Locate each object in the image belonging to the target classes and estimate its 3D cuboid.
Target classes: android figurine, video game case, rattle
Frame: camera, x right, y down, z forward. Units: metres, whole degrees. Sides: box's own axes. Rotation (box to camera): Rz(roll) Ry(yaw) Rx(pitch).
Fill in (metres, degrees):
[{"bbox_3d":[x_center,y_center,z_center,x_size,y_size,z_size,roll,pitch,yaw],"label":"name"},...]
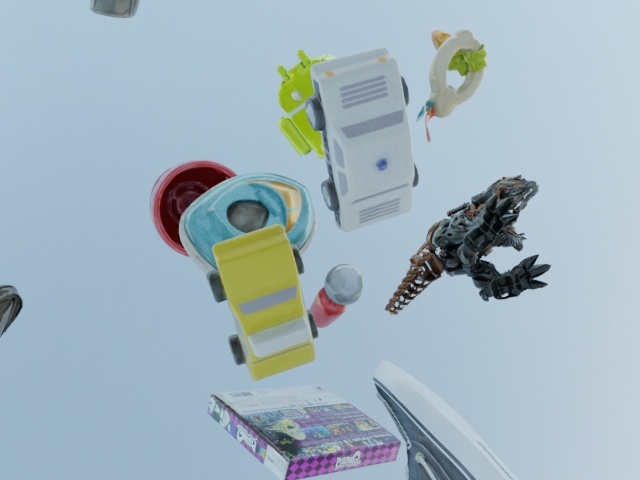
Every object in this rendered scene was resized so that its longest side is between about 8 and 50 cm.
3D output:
[{"bbox_3d":[0.014,-0.287,1.527,0.273,0.248,0.056,53,-145,-16],"label":"android figurine"},{"bbox_3d":[-0.025,0.291,1.096,0.232,0.210,0.042,6,-78,-42],"label":"video game case"},{"bbox_3d":[0.197,-0.287,1.266,0.142,0.130,0.200,33,-86,28],"label":"rattle"}]

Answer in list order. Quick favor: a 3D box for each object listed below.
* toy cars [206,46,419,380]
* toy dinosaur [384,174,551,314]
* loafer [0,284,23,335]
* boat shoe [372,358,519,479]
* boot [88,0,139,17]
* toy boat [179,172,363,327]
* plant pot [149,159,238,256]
[{"bbox_3d":[0.000,0.000,0.723,0.176,0.394,0.087,20,-160,-30],"label":"toy cars"},{"bbox_3d":[0.245,0.014,1.144,0.164,0.218,0.322,33,-95,-22],"label":"toy dinosaur"},{"bbox_3d":[-0.544,0.162,1.121,0.078,0.080,0.220,14,-134,16],"label":"loafer"},{"bbox_3d":[0.140,0.258,0.779,0.102,0.108,0.301,-48,-127,4],"label":"boat shoe"},{"bbox_3d":[-0.312,-0.497,1.223,0.076,0.209,0.189,28,-149,31],"label":"boot"},{"bbox_3d":[-0.062,0.006,1.188,0.318,0.148,0.267,44,-130,9],"label":"toy boat"},{"bbox_3d":[-0.251,-0.067,1.415,0.191,0.174,0.191,-2,-84,-19],"label":"plant pot"}]
